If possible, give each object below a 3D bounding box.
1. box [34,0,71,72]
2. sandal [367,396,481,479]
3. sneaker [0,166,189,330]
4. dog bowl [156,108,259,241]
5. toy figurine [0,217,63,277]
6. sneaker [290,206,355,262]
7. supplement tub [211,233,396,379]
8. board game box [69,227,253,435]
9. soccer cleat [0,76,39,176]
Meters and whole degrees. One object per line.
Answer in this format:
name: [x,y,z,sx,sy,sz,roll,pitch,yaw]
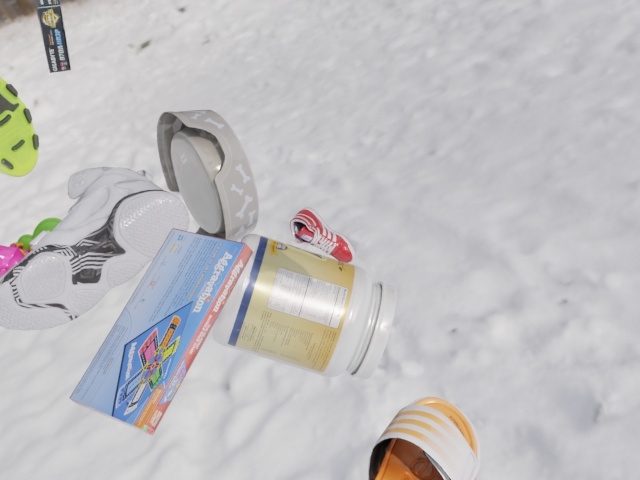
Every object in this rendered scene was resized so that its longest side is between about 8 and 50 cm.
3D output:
box: [-0.601,-0.509,1.783,0.051,0.175,0.220,-11,54,-17]
sandal: [0.089,0.234,0.780,0.102,0.076,0.265,21,39,19]
sneaker: [-0.417,0.002,1.395,0.366,0.137,0.210,-32,40,-10]
dog bowl: [-0.258,-0.143,1.858,0.102,0.348,0.349,-23,15,-26]
toy figurine: [-0.559,0.034,1.483,0.173,0.130,0.159,-1,10,29]
sneaker: [0.000,0.000,1.292,0.042,0.118,0.067,-51,-6,29]
supplement tub: [-0.032,0.134,1.567,0.228,0.316,0.228,-162,90,-84]
board game box: [-0.214,0.114,1.096,0.145,0.027,0.281,11,62,35]
soccer cleat: [-0.484,-0.198,1.049,0.121,0.289,0.093,0,49,41]
